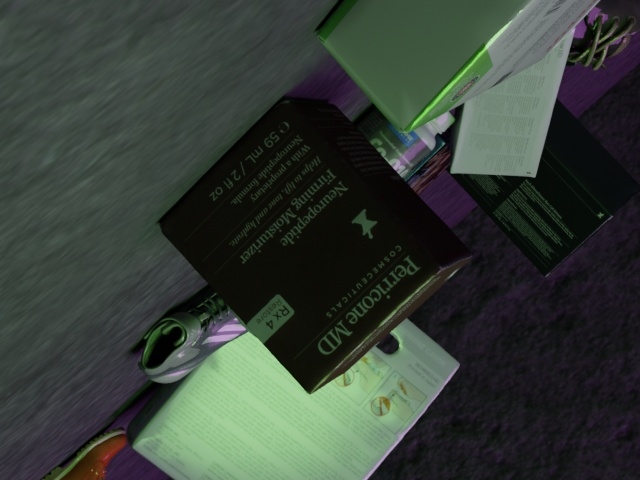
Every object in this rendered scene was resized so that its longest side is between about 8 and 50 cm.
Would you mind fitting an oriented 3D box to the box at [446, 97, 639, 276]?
[{"bbox_3d":[0.321,-0.105,2.160,0.103,0.261,0.184,-37,171,-37],"label":"box"}]

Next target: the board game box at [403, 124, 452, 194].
[{"bbox_3d":[0.131,-0.101,2.044,0.165,0.042,0.243,-44,173,16],"label":"board game box"}]

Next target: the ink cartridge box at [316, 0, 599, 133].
[{"bbox_3d":[0.152,-0.220,1.170,0.198,0.115,0.273,-47,171,36],"label":"ink cartridge box"}]

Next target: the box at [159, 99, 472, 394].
[{"bbox_3d":[0.000,0.000,1.305,0.168,0.203,0.167,-44,172,13],"label":"box"}]

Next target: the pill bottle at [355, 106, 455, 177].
[{"bbox_3d":[0.075,-0.108,1.566,0.137,0.078,0.078,-43,173,5],"label":"pill bottle"}]

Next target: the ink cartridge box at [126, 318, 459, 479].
[{"bbox_3d":[-0.039,0.225,2.056,0.385,0.308,0.091,-50,-164,0],"label":"ink cartridge box"}]

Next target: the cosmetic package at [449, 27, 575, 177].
[{"bbox_3d":[0.199,-0.164,1.525,0.239,0.098,0.060,96,-1,-54],"label":"cosmetic package"}]

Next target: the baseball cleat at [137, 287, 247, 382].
[{"bbox_3d":[-0.128,0.092,1.698,0.206,0.072,0.109,-45,167,-7],"label":"baseball cleat"}]

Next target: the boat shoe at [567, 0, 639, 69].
[{"bbox_3d":[0.310,-0.271,1.645,0.355,0.130,0.132,-37,171,-38],"label":"boat shoe"}]

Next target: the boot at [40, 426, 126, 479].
[{"bbox_3d":[-0.321,0.334,2.030,0.158,0.084,0.059,-41,171,-22],"label":"boot"}]

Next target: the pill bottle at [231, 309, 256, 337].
[{"bbox_3d":[0.014,0.013,1.676,0.146,0.146,0.264,-48,171,38],"label":"pill bottle"}]

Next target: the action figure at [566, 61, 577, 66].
[{"bbox_3d":[0.451,-0.362,2.132,0.232,0.063,0.137,-37,170,-11],"label":"action figure"}]
